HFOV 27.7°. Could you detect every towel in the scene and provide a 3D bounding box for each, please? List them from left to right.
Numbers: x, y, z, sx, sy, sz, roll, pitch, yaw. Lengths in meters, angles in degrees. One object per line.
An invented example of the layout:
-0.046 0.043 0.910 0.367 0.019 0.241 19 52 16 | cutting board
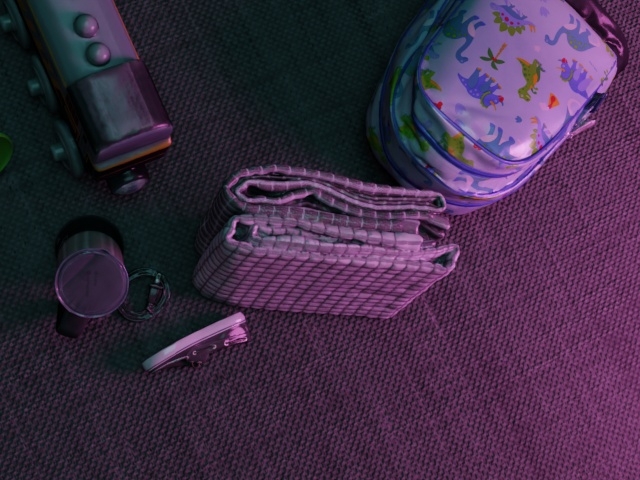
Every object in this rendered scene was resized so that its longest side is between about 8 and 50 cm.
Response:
0.000 0.000 1.561 0.284 0.235 0.121 5 71 -15 | towel

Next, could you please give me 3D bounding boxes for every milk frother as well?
-0.242 0.050 1.531 0.143 0.135 0.129 3 108 -12 | milk frother

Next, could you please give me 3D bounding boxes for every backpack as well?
0.216 -0.203 1.676 0.290 0.273 0.355 44 83 -9 | backpack

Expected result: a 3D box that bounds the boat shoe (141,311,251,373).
-0.149 0.133 1.586 0.142 0.049 0.040 -25 86 -21 | boat shoe

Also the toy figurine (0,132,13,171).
-0.478 -0.131 1.538 0.173 0.130 0.159 -37 75 4 | toy figurine

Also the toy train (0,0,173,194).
-0.282 -0.220 1.552 0.142 0.190 0.334 -21 84 -19 | toy train
